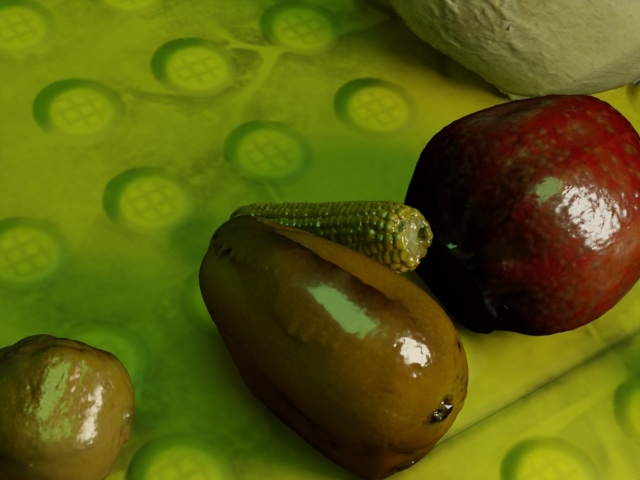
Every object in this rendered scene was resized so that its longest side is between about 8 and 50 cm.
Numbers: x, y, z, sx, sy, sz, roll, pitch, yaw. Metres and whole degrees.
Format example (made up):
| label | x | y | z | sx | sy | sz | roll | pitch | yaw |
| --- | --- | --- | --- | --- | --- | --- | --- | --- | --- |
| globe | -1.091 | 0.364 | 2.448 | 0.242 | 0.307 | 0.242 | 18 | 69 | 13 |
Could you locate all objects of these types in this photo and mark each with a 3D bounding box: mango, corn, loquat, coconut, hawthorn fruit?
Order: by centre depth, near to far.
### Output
| label | x | y | z | sx | sy | sz | roll | pitch | yaw |
| --- | --- | --- | --- | --- | --- | --- | --- | --- | --- |
| loquat | -0.209 | 0.131 | 1.125 | 0.137 | 0.113 | 0.137 | -2 | 71 | 5 |
| mango | 0.006 | 0.068 | 1.156 | 0.236 | 0.166 | 0.136 | 32 | 70 | 17 |
| corn | 0.000 | 0.000 | 1.252 | 0.207 | 0.068 | 0.068 | 1 | 39 | 37 |
| hawthorn fruit | 0.194 | -0.026 | 1.277 | 0.250 | 0.215 | 0.215 | -23 | 58 | -38 |
| coconut | 0.205 | -0.329 | 1.441 | 0.360 | 0.346 | 0.346 | 37 | 43 | -26 |
